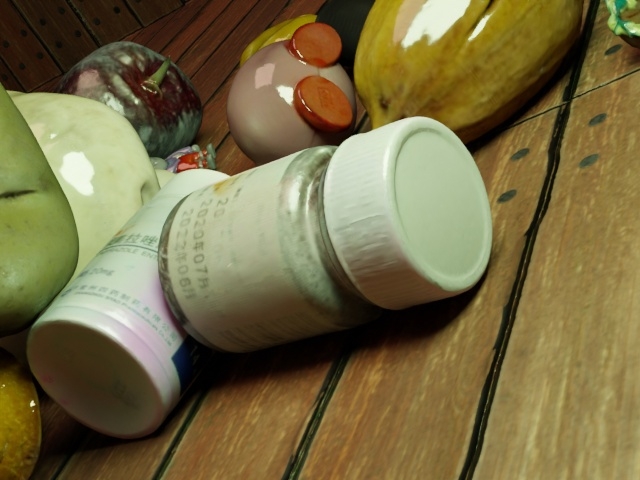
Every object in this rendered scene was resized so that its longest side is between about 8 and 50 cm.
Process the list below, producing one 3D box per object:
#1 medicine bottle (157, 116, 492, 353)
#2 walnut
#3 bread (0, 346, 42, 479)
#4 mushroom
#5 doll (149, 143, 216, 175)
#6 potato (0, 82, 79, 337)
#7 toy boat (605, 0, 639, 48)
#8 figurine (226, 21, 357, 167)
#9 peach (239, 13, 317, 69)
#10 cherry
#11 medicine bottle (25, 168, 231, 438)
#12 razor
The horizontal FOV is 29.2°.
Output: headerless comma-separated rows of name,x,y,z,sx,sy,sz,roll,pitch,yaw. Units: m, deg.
medicine bottle,0.000,0.000,1.080,0.273,0.165,0.165,-18,25,39
walnut,0.149,-0.213,1.307,0.209,0.209,0.336,-5,42,54
bread,-0.394,0.204,1.184,0.270,0.143,0.195,-34,61,19
mushroom,-0.323,-0.035,1.434,0.353,0.325,0.353,-41,13,12
doll,-0.264,-0.088,1.853,0.227,0.075,0.102,-18,32,9
potato,-0.378,-0.046,1.167,0.243,0.326,0.221,-32,-6,-29
toy boat,0.389,-0.236,1.129,0.108,0.099,0.293,-45,15,-29
figurine,-0.037,-0.163,1.534,0.173,0.173,0.173,-30,20,12
peach,-0.049,-0.290,1.937,0.179,0.103,0.179,-29,18,11
cherry,-0.324,-0.197,1.974,0.296,0.218,0.255,-30,4,36
medicine bottle,-0.157,0.056,1.213,0.152,0.152,0.254,-17,26,39
razor,0.110,-0.312,1.721,0.204,0.113,0.349,-33,19,-6
